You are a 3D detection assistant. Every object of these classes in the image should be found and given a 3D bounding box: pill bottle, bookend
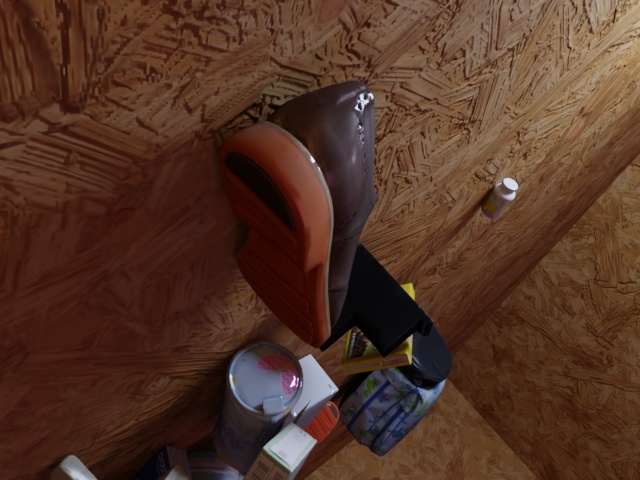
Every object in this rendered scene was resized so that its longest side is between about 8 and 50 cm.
[{"bbox_3d":[0.351,-0.082,1.139,0.043,0.043,0.083,-27,155,-35],"label":"pill bottle"},{"bbox_3d":[0.051,0.117,0.844,0.156,0.157,0.072,-38,158,-11],"label":"bookend"}]

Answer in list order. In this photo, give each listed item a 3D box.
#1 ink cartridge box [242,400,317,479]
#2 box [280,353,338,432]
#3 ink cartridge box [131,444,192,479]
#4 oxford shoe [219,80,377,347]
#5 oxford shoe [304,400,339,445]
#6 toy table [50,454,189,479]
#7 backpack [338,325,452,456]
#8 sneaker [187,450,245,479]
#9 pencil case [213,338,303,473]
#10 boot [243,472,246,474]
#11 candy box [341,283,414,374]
[{"bbox_3d":[-0.067,0.344,0.851,0.171,0.056,0.235,-59,166,7],"label":"ink cartridge box"},{"bbox_3d":[-0.070,0.320,1.120,0.130,0.091,0.170,-16,148,-48],"label":"box"},{"bbox_3d":[-0.235,0.431,0.895,0.097,0.207,0.046,-46,129,10],"label":"ink cartridge box"},{"bbox_3d":[0.000,0.000,0.579,0.132,0.130,0.364,-42,162,-22],"label":"oxford shoe"},{"bbox_3d":[-0.075,0.499,1.491,0.271,0.097,0.098,-27,175,-23],"label":"oxford shoe"},{"bbox_3d":[-0.279,0.402,0.742,0.161,0.252,0.274,-40,-165,21],"label":"toy table"},{"bbox_3d":[0.205,0.433,1.655,0.355,0.273,0.290,-37,169,23],"label":"backpack"},{"bbox_3d":[-0.203,0.554,1.123,0.127,0.208,0.319,-4,141,7],"label":"sneaker"},{"bbox_3d":[-0.104,0.268,0.917,0.113,0.124,0.273,8,140,-9],"label":"pencil case"},{"bbox_3d":[-0.112,0.420,1.295,0.207,0.090,0.248,-49,159,-19],"label":"boot"},{"bbox_3d":[0.098,0.139,0.950,0.105,0.027,0.206,-12,-157,16],"label":"candy box"}]
